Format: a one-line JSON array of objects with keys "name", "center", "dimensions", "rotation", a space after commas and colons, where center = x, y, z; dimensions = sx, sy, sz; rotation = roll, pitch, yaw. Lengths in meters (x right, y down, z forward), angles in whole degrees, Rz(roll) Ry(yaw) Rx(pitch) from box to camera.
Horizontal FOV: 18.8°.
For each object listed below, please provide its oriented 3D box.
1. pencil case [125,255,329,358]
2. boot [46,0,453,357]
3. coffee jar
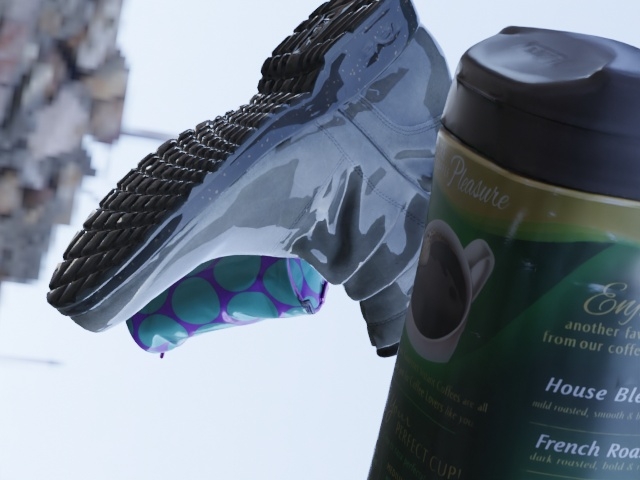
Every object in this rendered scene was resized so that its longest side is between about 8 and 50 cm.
[{"name": "pencil case", "center": [-0.069, 0.041, 1.437], "dimensions": [0.152, 0.070, 0.064], "rotation": [-14, -147, 24]}, {"name": "boot", "center": [0.000, 0.000, 0.946], "dimensions": [0.246, 0.161, 0.083], "rotation": [-43, -158, -20]}, {"name": "coffee jar", "center": [0.065, 0.033, 0.557], "dimensions": [0.096, 0.079, 0.184], "rotation": [-134, -127, -68]}]
